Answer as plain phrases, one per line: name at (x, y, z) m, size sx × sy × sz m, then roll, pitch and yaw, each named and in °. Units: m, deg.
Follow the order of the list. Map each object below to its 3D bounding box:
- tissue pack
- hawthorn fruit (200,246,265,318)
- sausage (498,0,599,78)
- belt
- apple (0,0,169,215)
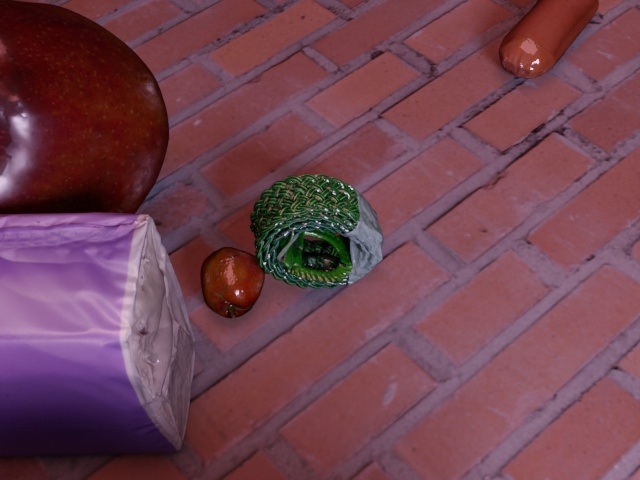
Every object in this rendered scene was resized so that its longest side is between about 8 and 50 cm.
tissue pack at (-0.296, 0.099, 0.794) m, size 0.339 × 0.242 × 0.160 m, roll -1°, pitch 55°, yaw 5°
hawthorn fruit at (-0.096, 0.046, 0.928) m, size 0.077 × 0.077 × 0.077 m, roll -2°, pitch 52°, yaw 3°
sausage at (0.306, -0.284, 1.146) m, size 0.077 × 0.077 × 0.194 m, roll 28°, pitch 59°, yaw 23°
belt at (0.000, 0.000, 0.915) m, size 0.151 × 0.121 × 0.079 m, roll 17°, pitch 40°, yaw -33°
apple at (-0.313, -0.111, 0.906) m, size 0.288 × 0.317 × 0.288 m, roll 0°, pitch 91°, yaw 15°
